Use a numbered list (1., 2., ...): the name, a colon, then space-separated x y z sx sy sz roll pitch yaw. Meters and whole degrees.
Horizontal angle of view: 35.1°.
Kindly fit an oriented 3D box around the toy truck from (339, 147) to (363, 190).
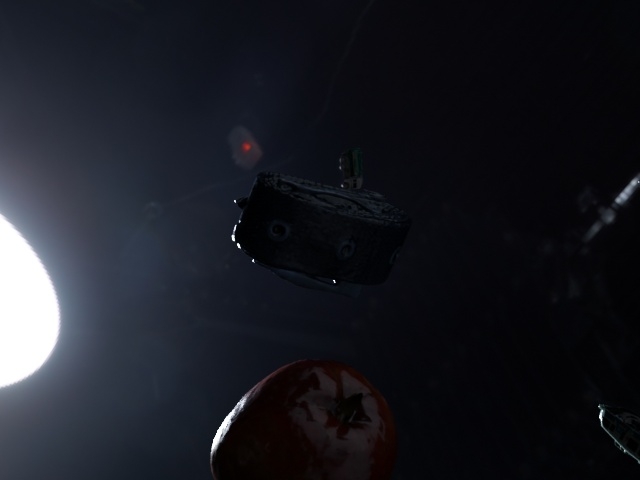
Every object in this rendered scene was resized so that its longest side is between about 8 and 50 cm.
1. toy truck: 0.061 -0.137 1.958 0.044 0.083 0.039 -2 -162 10

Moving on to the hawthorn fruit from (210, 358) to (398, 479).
1. hawthorn fruit: -0.017 0.290 1.376 0.258 0.262 0.258 33 -177 -2

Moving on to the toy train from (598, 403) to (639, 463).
1. toy train: 0.414 0.262 1.255 0.043 0.047 0.207 20 -169 -27

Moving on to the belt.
1. belt: 0.000 -0.001 1.232 0.218 0.128 0.122 13 -160 -32

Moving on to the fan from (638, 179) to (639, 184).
1. fan: 0.446 -0.002 1.321 0.113 0.005 0.175 33 -140 -61
